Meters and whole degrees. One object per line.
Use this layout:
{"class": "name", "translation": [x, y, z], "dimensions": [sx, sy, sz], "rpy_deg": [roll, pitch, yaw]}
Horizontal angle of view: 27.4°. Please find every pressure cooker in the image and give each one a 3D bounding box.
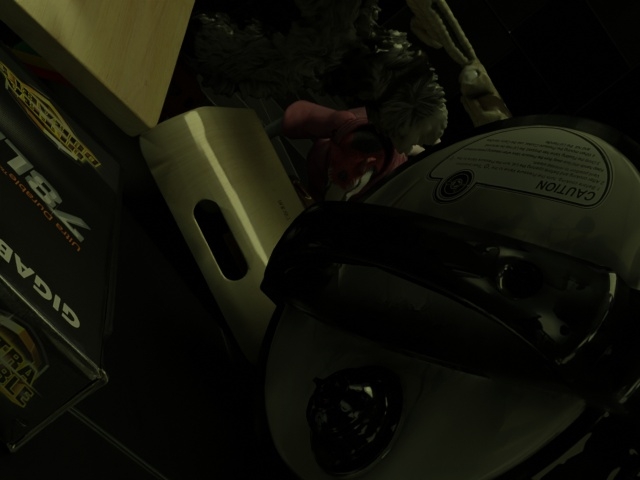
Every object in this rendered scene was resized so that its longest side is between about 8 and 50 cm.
{"class": "pressure cooker", "translation": [0.160, 0.118, 0.960], "dimensions": [0.420, 0.369, 0.376], "rpy_deg": [45, 29, -34]}

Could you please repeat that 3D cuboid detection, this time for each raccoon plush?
{"class": "raccoon plush", "translation": [-0.067, -0.277, 1.407], "dimensions": [0.299, 0.216, 0.446], "rpy_deg": [59, 4, 40]}

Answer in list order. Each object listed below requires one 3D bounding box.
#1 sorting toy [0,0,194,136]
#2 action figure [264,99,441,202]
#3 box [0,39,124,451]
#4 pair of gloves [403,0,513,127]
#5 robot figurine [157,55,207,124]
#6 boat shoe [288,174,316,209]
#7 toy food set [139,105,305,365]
{"class": "sorting toy", "translation": [-0.223, -0.242, 1.062], "dimensions": [0.255, 0.089, 0.257], "rpy_deg": [44, 40, -34]}
{"class": "action figure", "translation": [0.064, -0.075, 1.611], "dimensions": [0.248, 0.275, 0.370], "rpy_deg": [59, -4, 5]}
{"class": "box", "translation": [-0.228, -0.072, 0.700], "dimensions": [0.295, 0.073, 0.293], "rpy_deg": [48, 9, -21]}
{"class": "pair of gloves", "translation": [0.126, -0.167, 1.224], "dimensions": [0.240, 0.042, 0.204], "rpy_deg": [52, 12, -34]}
{"class": "robot figurine", "translation": [-0.229, -0.235, 1.286], "dimensions": [0.291, 0.085, 0.211], "rpy_deg": [41, 14, -54]}
{"class": "boat shoe", "translation": [0.000, 0.000, 1.426], "dimensions": [0.207, 0.073, 0.073], "rpy_deg": [50, -30, 30]}
{"class": "toy food set", "translation": [-0.073, -0.007, 1.231], "dimensions": [0.220, 0.092, 0.306], "rpy_deg": [63, 10, -1]}
